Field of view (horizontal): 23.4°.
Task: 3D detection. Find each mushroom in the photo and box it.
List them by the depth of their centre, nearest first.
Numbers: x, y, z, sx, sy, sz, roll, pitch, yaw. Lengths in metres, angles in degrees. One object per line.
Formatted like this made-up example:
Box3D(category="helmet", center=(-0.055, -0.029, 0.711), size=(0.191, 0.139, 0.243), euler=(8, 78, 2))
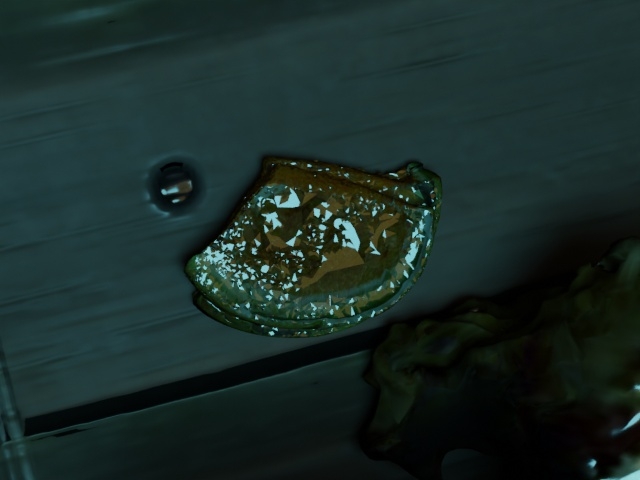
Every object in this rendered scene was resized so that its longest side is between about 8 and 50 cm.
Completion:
Box3D(category="mushroom", center=(0.049, 0.215, 0.521), size=(0.331, 0.356, 0.334), euler=(-16, 103, 23))

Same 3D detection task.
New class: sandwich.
Box3D(category="sandwich", center=(-0.003, 0.004, 0.592), size=(0.101, 0.026, 0.069), euler=(1, 98, -16))
